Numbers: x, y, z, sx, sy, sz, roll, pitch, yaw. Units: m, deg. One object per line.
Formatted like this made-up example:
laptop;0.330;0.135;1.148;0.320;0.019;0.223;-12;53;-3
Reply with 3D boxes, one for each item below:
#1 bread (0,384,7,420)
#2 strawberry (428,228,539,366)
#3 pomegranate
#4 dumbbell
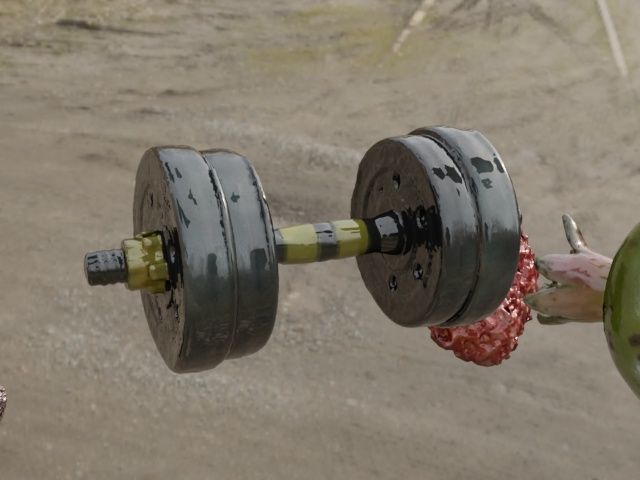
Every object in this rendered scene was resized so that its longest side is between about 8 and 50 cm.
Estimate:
bread;-0.353;0.166;0.894;0.085;0.053;0.085;9;66;-22
strawberry;0.190;0.033;1.078;0.190;0.111;0.236;13;37;-10
pomegranate;0.195;0.034;0.469;0.129;0.129;0.159;-2;6;-20
dumbbell;0.000;0.000;0.756;0.388;0.185;0.185;-6;31;-23
